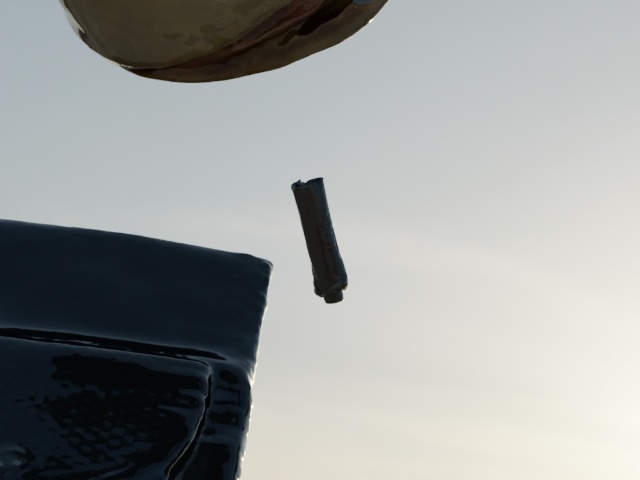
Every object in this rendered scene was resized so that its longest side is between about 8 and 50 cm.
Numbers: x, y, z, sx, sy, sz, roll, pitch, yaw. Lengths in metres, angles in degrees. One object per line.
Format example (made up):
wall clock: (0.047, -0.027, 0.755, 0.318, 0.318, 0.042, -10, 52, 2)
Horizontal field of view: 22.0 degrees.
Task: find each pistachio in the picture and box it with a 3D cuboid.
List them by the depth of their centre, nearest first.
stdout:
pistachio: (-0.059, -0.157, 0.930, 0.215, 0.144, 0.144, 0, -17, 36)

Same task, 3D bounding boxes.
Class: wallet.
wallet: (-0.160, 0.077, 0.934, 0.247, 0.041, 0.323, 9, 29, -1)

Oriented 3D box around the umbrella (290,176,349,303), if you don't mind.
umbrella: (0.001, 0.000, 1.687, 0.031, 0.133, 0.036, -14, 0, -40)
